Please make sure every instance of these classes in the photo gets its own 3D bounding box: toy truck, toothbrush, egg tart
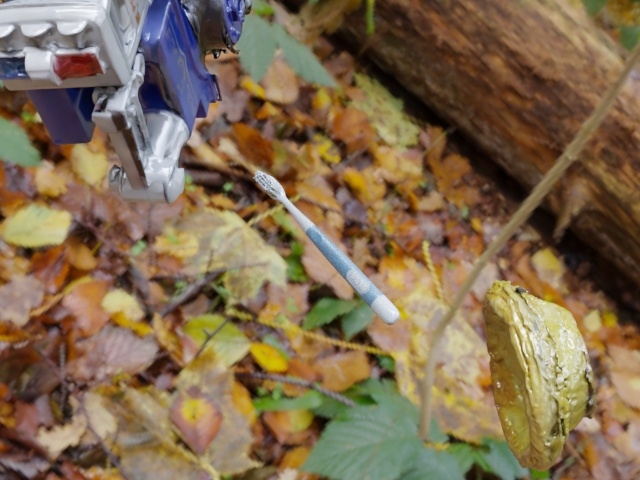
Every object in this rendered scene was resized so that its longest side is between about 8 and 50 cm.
[{"bbox_3d":[-0.137,-0.139,0.582,0.213,0.161,0.177,77,15,-54],"label":"toy truck"},{"bbox_3d":[0.000,0.000,1.024,0.025,0.019,0.275,39,7,-49],"label":"toothbrush"},{"bbox_3d":[0.312,0.184,1.371,0.294,0.123,0.294,171,-90,-90],"label":"egg tart"}]
